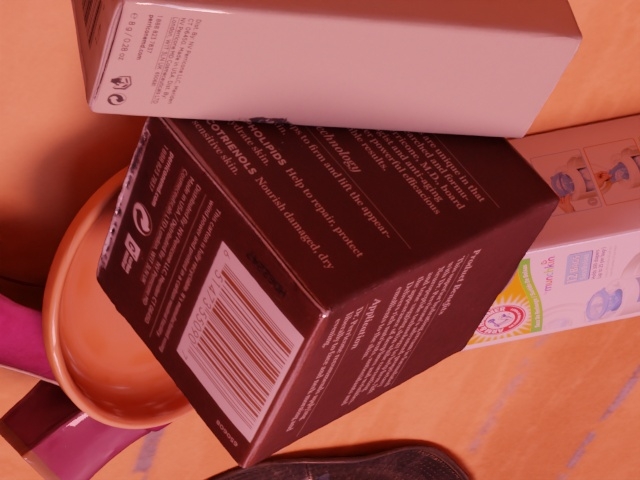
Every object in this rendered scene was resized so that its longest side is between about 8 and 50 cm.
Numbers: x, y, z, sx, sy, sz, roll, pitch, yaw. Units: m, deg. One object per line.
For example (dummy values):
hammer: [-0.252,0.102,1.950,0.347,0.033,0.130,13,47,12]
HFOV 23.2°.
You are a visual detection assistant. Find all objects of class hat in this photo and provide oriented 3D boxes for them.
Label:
hat: [0.006,0.328,1.494,0.331,0.134,0.331,-10,144,-7]

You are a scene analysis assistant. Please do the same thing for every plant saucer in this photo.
plant saucer: [-0.110,0.030,1.063,0.200,0.037,0.200,-20,121,-38]

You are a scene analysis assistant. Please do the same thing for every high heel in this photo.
high heel: [-0.205,0.016,1.071,0.181,0.127,0.377,-44,139,-13]

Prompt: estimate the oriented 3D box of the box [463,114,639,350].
box: [0.182,-0.008,1.132,0.203,0.103,0.114,-11,143,-5]

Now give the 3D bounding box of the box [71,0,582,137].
box: [0.002,-0.133,0.901,0.275,0.113,0.094,3,141,-21]

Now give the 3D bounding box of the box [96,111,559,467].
box: [0.000,0.000,0.968,0.203,0.167,0.168,-24,153,-37]
